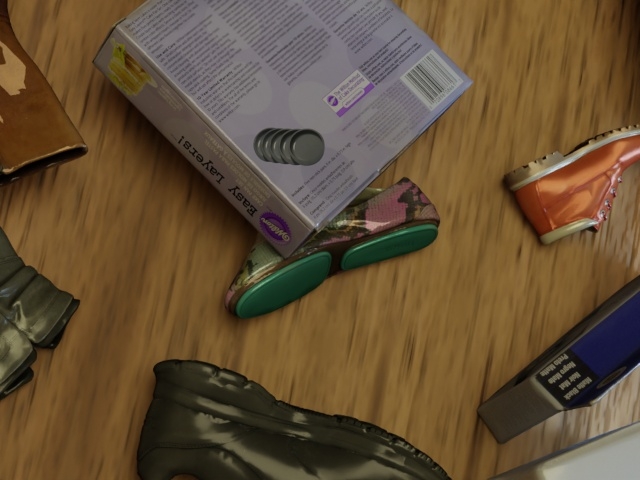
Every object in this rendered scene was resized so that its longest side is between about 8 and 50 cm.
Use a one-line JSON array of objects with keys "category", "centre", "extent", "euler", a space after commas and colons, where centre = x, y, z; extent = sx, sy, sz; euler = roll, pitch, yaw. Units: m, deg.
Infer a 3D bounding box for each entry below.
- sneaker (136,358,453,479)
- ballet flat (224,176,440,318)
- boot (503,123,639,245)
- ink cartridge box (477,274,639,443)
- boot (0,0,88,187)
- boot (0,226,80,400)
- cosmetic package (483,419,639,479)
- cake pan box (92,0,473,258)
[{"category": "sneaker", "centre": [-0.021, 0.198, 1.594], "extent": [0.286, 0.109, 0.130], "euler": [20, 82, -1]}, {"category": "ballet flat", "centre": [0.000, 0.000, 1.661], "extent": [0.221, 0.077, 0.079], "euler": [-22, 64, -23]}, {"category": "boot", "centre": [0.255, -0.054, 1.742], "extent": [0.158, 0.059, 0.085], "euler": [-24, 86, -10]}, {"category": "ink cartridge box", "centre": [0.255, 0.079, 1.617], "extent": [0.223, 0.224, 0.045], "euler": [-37, 87, -20]}, {"category": "boot", "centre": [-0.263, -0.193, 1.592], "extent": [0.264, 0.096, 0.280], "euler": [-21, 68, -17]}, {"category": "boot", "centre": [-0.323, 0.082, 1.546], "extent": [0.246, 0.083, 0.161], "euler": [-42, 90, -24]}, {"category": "cosmetic package", "centre": [0.288, 0.382, 1.546], "extent": [0.161, 0.230, 0.453], "euler": [-19, 82, -18]}, {"category": "cake pan box", "centre": [-0.025, -0.151, 1.652], "extent": [0.246, 0.070, 0.267], "euler": [45, 53, 0]}]
